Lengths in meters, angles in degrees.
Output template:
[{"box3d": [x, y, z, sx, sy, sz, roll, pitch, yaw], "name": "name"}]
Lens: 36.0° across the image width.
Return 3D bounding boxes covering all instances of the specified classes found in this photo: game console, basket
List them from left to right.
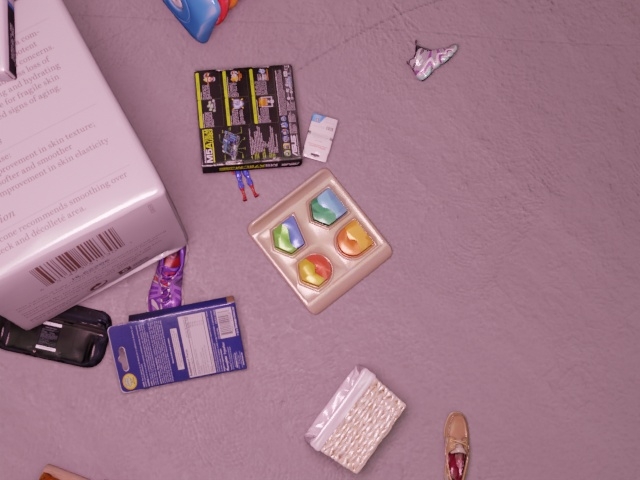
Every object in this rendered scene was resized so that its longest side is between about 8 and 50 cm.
[{"box3d": [-0.556, 0.154, 1.734, 0.361, 0.044, 0.213, 13, 85, -3], "name": "game console"}, {"box3d": [0.063, 0.317, 1.740, 0.103, 0.113, 0.167, 37, 83, -3], "name": "basket"}]

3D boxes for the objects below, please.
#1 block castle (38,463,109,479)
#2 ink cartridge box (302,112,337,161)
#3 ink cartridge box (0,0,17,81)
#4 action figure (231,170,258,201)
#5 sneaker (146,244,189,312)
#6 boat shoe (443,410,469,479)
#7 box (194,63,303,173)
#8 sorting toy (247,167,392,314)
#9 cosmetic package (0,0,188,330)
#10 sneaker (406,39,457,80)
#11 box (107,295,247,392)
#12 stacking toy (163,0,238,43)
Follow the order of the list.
[{"box3d": [-0.439, 0.608, 1.570, 0.213, 0.303, 0.453, 22, 84, -4], "name": "block castle"}, {"box3d": [-0.002, -0.188, 1.824, 0.048, 0.028, 0.083, 16, 83, -3], "name": "ink cartridge box"}, {"box3d": [-0.610, -0.374, 1.451, 0.307, 0.072, 0.304, -4, 82, 0], "name": "ink cartridge box"}, {"box3d": [-0.147, -0.131, 1.807, 0.038, 0.030, 0.115, -21, 84, -4], "name": "action figure"}, {"box3d": [-0.275, 0.072, 1.753, 0.068, 0.071, 0.170, 5, 85, -5], "name": "sneaker"}, {"box3d": [0.249, 0.379, 1.785, 0.050, 0.045, 0.135, 1, 84, -5], "name": "boat shoe"}, {"box3d": [-0.133, -0.222, 1.795, 0.184, 0.045, 0.191, -6, 75, -4], "name": "box"}, {"box3d": [0.000, 0.000, 1.802, 0.193, 0.038, 0.208, -38, 89, -8], "name": "sorting toy"}, {"box3d": [-0.457, -0.121, 1.597, 0.329, 0.327, 0.394, -28, 78, -7], "name": "cosmetic package"}, {"box3d": [0.205, -0.355, 1.855, 0.098, 0.038, 0.069, -40, 90, -8], "name": "sneaker"}, {"box3d": [-0.251, 0.183, 1.736, 0.225, 0.036, 0.136, -11, 111, -8], "name": "box"}, {"box3d": [-0.150, -0.516, 1.795, 0.302, 0.175, 0.166, -38, 92, -19], "name": "stacking toy"}]
